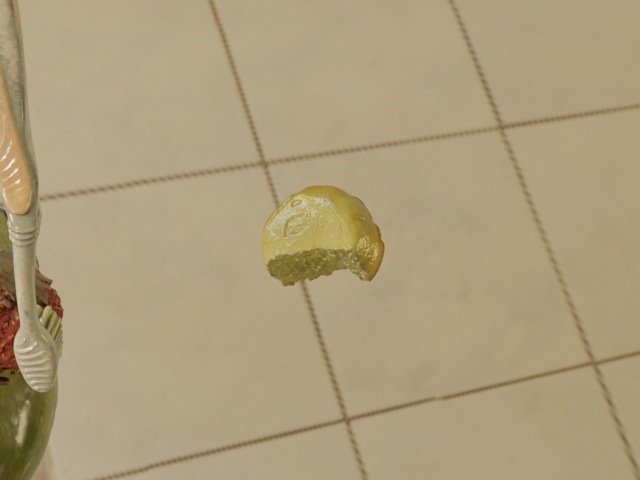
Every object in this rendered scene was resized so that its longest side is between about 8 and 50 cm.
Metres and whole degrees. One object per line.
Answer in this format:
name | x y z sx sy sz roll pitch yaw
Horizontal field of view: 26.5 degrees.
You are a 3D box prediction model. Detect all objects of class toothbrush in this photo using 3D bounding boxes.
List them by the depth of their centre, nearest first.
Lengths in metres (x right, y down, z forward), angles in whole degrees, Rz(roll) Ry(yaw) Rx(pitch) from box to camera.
toothbrush | -0.169 -0.044 0.747 0.028 0.375 0.037 9 45 5

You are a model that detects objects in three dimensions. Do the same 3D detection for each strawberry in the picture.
strawberry | -0.307 0.060 1.274 0.145 0.086 0.145 33 16 -10

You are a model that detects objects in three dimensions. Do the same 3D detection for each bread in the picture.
bread | 0.003 -0.010 1.724 0.156 0.086 0.125 -6 66 28

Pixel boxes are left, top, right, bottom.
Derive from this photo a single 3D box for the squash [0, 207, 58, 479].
squash | -0.406 0.144 1.429 0.310 0.310 0.309 -12 39 -23
